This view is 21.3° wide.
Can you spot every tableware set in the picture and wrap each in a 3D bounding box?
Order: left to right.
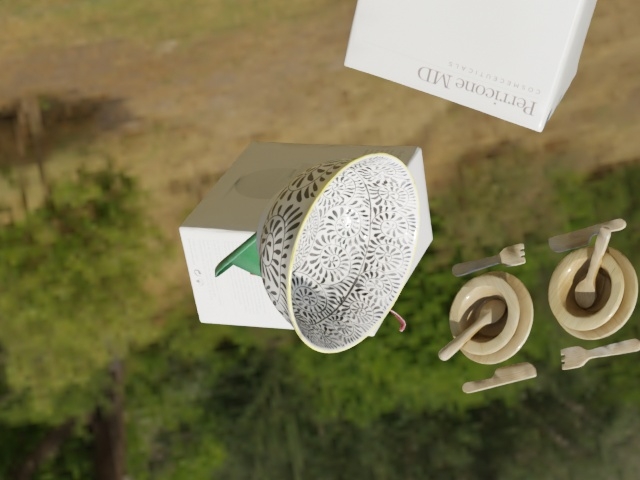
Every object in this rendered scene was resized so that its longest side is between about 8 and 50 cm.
[{"bbox_3d":[0.193,0.055,1.534,0.194,0.128,0.039,-18,157,35],"label":"tableware set"}]

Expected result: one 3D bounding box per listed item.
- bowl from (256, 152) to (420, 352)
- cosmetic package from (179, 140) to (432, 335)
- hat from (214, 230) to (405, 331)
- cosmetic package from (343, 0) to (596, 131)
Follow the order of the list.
[{"bbox_3d":[0.000,0.000,1.389,0.080,0.170,0.170,20,-166,34],"label":"bowl"},{"bbox_3d":[-0.010,-0.007,2.004,0.225,0.138,0.224,2,-149,24],"label":"cosmetic package"},{"bbox_3d":[0.022,0.038,1.729,0.173,0.183,0.208,-39,-179,45],"label":"hat"},{"bbox_3d":[0.175,-0.321,1.582,0.217,0.385,0.156,18,-149,11],"label":"cosmetic package"}]
